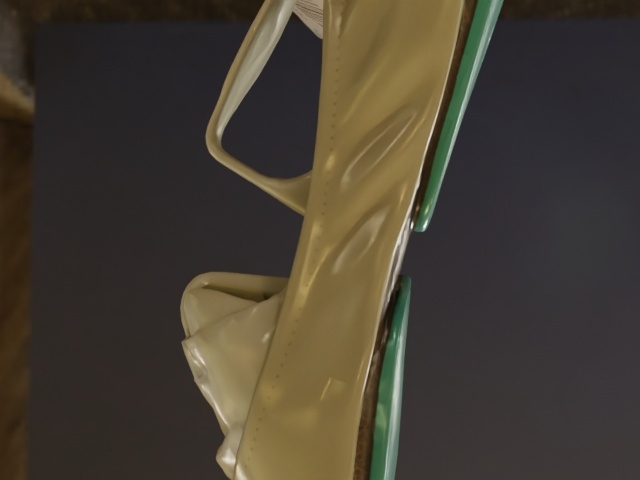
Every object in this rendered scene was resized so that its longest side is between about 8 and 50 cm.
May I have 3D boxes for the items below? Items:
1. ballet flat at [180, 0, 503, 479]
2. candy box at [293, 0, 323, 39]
[{"bbox_3d":[0.000,0.000,0.514,0.086,0.248,0.086,13,-179,0],"label":"ballet flat"},{"bbox_3d":[-0.004,-0.209,0.735,0.233,0.071,0.159,41,83,-36],"label":"candy box"}]
